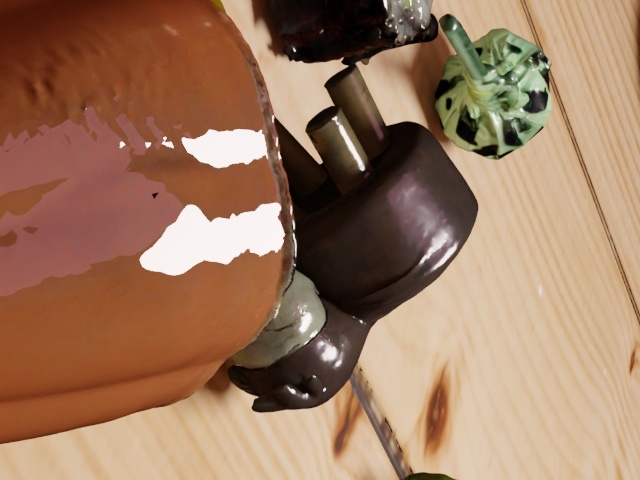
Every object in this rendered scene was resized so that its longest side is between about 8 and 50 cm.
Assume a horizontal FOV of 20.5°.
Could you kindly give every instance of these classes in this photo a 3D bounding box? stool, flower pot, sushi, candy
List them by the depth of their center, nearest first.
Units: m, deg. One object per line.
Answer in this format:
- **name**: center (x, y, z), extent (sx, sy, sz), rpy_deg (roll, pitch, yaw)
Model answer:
- **flower pot**: center (-0.134, -0.006, 0.645), extent (0.173, 0.190, 0.191), rpy_deg (-21, 102, -50)
- **stool**: center (0.000, 0.000, 0.973), extent (0.121, 0.125, 0.217), rpy_deg (51, 55, -19)
- **sushi**: center (0.017, -0.154, 1.075), extent (0.098, 0.084, 0.094), rpy_deg (-20, 98, -68)
- **candy**: center (0.106, -0.118, 1.175), extent (0.305, 0.083, 0.091), rpy_deg (31, 78, -77)

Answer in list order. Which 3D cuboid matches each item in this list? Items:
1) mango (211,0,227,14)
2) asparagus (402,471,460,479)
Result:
- **mango**: center (-0.086, -0.101, 0.865), extent (0.161, 0.076, 0.103), rpy_deg (-11, 87, -72)
- **asparagus**: center (0.036, 0.245, 1.017), extent (0.085, 0.082, 0.343), rpy_deg (63, 35, -23)
